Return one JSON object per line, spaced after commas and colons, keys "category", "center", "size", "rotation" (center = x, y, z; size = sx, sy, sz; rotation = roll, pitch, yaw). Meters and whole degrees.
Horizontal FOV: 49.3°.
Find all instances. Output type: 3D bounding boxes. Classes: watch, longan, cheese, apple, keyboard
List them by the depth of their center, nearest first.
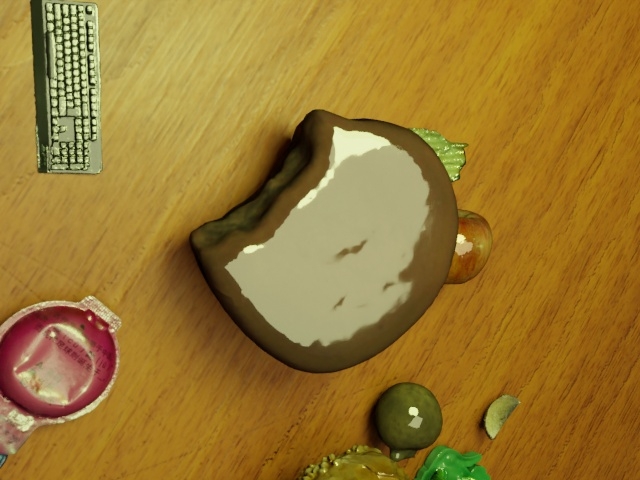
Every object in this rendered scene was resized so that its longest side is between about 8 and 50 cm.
{"category": "keyboard", "center": [-0.291, -0.175, 0.803], "size": [0.074, 0.015, 0.197], "rotation": [-3, 99, -26]}
{"category": "cheese", "center": [-0.335, 0.170, 0.814], "size": [0.155, 0.062, 0.244], "rotation": [45, 79, -25]}
{"category": "apple", "center": [0.189, 0.009, 1.016], "size": [0.126, 0.126, 0.102], "rotation": [-5, 107, -26]}
{"category": "longan", "center": [0.131, 0.273, 1.044], "size": [0.106, 0.106, 0.119], "rotation": [14, 85, -28]}
{"category": "watch", "center": [0.236, 0.407, 1.092], "size": [0.165, 0.152, 0.131], "rotation": [25, 84, -26]}

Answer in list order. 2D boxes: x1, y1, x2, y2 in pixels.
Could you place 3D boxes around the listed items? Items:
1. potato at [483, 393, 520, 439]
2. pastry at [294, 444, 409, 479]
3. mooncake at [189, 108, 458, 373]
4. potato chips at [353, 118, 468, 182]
{"category": "potato", "center": [0.292, 0.294, 1.170], "size": [0.037, 0.036, 0.093], "rotation": [43, 55, 10]}
{"category": "pastry", "center": [0.030, 0.425, 0.985], "size": [0.255, 0.162, 0.311], "rotation": [-24, 119, -32]}
{"category": "mooncake", "center": [0.000, 0.000, 0.887], "size": [0.333, 0.174, 0.326], "rotation": [8, 97, -18]}
{"category": "potato chips", "center": [0.128, -0.121, 1.014], "size": [0.207, 0.028, 0.092], "rotation": [6, 95, -29]}
